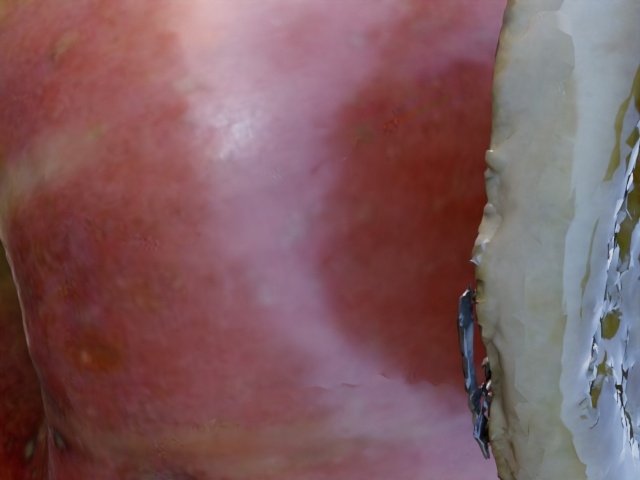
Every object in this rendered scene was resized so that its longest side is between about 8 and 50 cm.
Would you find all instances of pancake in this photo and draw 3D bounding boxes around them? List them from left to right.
[{"bbox_3d":[0.115,-0.022,0.460,0.282,0.049,0.282,-30,125,-55],"label":"pancake"}]

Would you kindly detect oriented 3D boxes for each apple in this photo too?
[{"bbox_3d":[0.000,0.000,0.677,0.364,0.363,0.364,58,18,-31],"label":"apple"}]
